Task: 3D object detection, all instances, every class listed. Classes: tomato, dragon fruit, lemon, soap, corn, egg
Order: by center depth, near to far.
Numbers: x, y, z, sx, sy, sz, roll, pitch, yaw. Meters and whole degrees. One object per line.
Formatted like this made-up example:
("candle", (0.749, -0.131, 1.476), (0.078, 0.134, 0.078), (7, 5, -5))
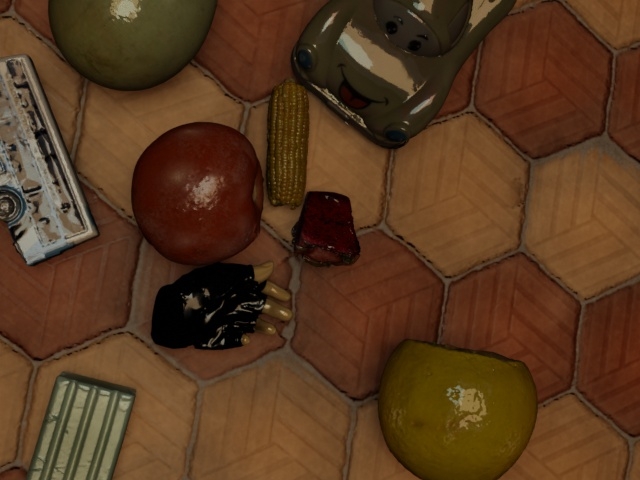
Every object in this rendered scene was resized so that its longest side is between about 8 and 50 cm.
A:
("egg", (-0.257, -0.352, 1.213), (0.218, 0.218, 0.296), (34, 66, -8))
("tomato", (-0.180, -0.068, 1.221), (0.184, 0.208, 0.208), (-1, 88, 4))
("soap", (-0.356, 0.305, 1.237), (0.119, 0.066, 0.198), (17, 84, -9))
("lemon", (0.199, 0.267, 1.267), (0.240, 0.240, 0.219), (12, 88, -11))
("dragon fruit", (0.000, 0.000, 1.312), (0.102, 0.096, 0.147), (18, 41, -14))
("corn", (-0.052, -0.152, 1.320), (0.068, 0.068, 0.208), (2, 90, -11))

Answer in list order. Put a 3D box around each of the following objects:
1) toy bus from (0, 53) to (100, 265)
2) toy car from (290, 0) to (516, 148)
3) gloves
("toy bus", (-0.433, -0.116, 1.223), (0.130, 0.106, 0.297), (-21, 93, -14))
("toy car", (0.142, -0.337, 1.286), (0.242, 0.226, 0.336), (39, 79, -8))
("gloves", (-0.137, 0.097, 1.272), (0.203, 0.124, 0.164), (-3, 130, -43))
